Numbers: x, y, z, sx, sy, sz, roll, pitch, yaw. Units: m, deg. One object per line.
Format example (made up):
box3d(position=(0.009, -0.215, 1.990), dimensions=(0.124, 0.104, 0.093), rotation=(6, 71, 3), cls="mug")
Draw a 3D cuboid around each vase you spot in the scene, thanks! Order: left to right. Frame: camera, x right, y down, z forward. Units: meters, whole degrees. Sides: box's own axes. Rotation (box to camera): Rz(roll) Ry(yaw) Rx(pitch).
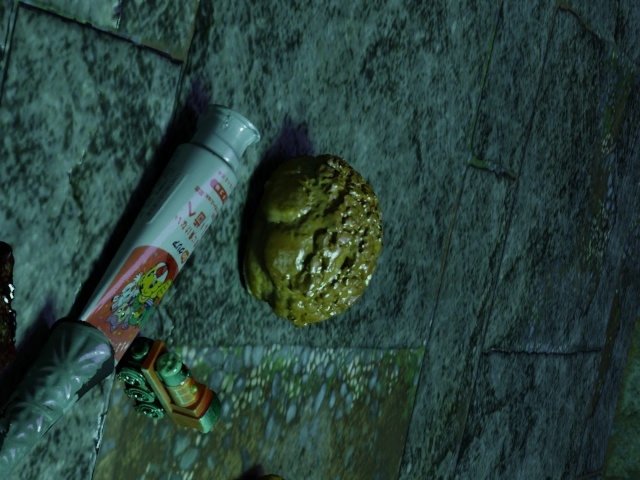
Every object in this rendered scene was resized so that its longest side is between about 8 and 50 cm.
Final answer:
box3d(position=(-0.213, 0.130, 1.131), dimensions=(0.167, 0.059, 0.059), rotation=(-54, 148, -42), cls="vase")

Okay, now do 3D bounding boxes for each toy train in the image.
box3d(position=(-0.127, 0.120, 1.315), dimensions=(0.044, 0.064, 0.103), rotation=(-62, 153, -28), cls="toy train")

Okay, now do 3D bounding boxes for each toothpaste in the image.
box3d(position=(-0.129, -0.003, 1.275), dimensions=(0.234, 0.057, 0.089), rotation=(-59, 156, -17), cls="toothpaste")

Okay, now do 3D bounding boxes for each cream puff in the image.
box3d(position=(0.000, 0.000, 1.477), dimensions=(0.150, 0.115, 0.165), rotation=(-34, 131, -63), cls="cream puff")

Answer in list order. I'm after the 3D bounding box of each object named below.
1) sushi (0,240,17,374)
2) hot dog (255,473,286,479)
box3d(position=(-0.233, 0.048, 0.993), dimensions=(0.094, 0.098, 0.084), rotation=(-44, 143, -59), cls="sushi")
box3d(position=(-0.076, 0.279, 1.537), dimensions=(0.165, 0.045, 0.071), rotation=(-30, 127, -60), cls="hot dog")
